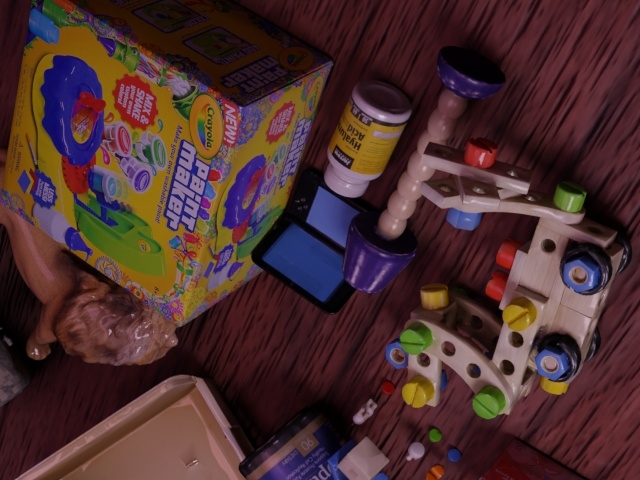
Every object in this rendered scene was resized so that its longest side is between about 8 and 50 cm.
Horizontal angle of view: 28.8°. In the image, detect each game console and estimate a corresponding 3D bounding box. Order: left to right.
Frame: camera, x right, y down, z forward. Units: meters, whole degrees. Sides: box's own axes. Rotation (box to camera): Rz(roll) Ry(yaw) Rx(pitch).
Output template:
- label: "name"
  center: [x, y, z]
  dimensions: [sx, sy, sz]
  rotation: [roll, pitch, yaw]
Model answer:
- label: "game console"
  center: [0.000, 0.000, 1.373]
  dimensions: [0.122, 0.071, 0.107]
  rotation: [34, 127, 17]

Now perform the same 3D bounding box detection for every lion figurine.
- label: "lion figurine"
  center: [-0.343, 0.010, 1.569]
  dimensions: [0.392, 0.142, 0.240]
  rotation: [51, 145, -5]

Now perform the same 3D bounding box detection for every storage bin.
- label: "storage bin"
  center: [-0.194, 0.340, 1.544]
  dimensions: [0.260, 0.123, 0.262]
  rotation: [-34, 78, 5]

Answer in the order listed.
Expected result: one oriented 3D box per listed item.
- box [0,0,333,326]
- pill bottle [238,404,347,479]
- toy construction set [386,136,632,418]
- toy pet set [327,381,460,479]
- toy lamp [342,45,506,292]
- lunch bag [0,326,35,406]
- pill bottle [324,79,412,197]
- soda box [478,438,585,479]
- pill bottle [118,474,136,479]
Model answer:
- label: "box"
  center: [-0.177, -0.118, 1.376]
  dimensions: [0.279, 0.177, 0.290]
  rotation: [32, 126, 18]
- label: "pill bottle"
  center: [0.015, 0.313, 1.478]
  dimensions: [0.219, 0.123, 0.123]
  rotation: [49, 130, 6]
- label: "toy construction set"
  center: [0.175, 0.041, 1.230]
  dimensions: [0.215, 0.151, 0.328]
  rotation: [26, 135, 24]
- label: "toy pet set"
  center: [0.073, 0.246, 1.423]
  dimensions: [0.122, 0.114, 0.065]
  rotation: [46, 146, 11]
- label: "toy lamp"
  center: [0.094, -0.063, 1.261]
  dimensions: [0.080, 0.080, 0.275]
  rotation: [36, 121, 17]
- label: "lunch bag"
  center: [-0.531, 0.137, 1.666]
  dimensions: [0.256, 0.212, 0.305]
  rotation: [56, 170, -3]
- label: "pill bottle"
  center: [0.045, -0.103, 1.296]
  dimensions: [0.065, 0.065, 0.116]
  rotation: [36, 128, 16]
- label: "soda box"
  center: [0.286, 0.322, 1.307]
  dimensions: [0.263, 0.092, 0.083]
  rotation: [29, 126, 21]
- label: "pill bottle"
  center: [-0.199, 0.406, 1.669]
  dimensions: [0.216, 0.121, 0.121]
  rotation: [52, 131, 8]
